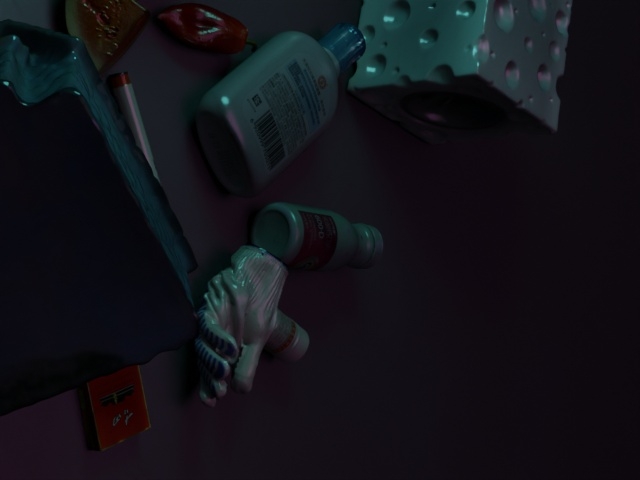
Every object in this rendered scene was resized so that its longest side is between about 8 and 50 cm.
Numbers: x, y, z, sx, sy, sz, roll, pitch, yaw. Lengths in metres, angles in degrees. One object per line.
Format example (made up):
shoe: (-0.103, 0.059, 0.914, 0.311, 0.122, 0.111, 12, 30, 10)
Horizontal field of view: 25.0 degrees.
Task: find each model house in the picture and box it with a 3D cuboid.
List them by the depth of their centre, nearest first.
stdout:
model house: (-0.324, -0.065, 1.560, 0.339, 0.297, 0.360, -98, 164, -60)

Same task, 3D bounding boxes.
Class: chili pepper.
chili pepper: (-0.145, -0.282, 1.926, 0.191, 0.050, 0.059, 9, 88, -50)

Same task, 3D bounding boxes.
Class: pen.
pen: (-0.223, -0.099, 1.838, 0.028, 0.028, 0.239, -32, 112, -47)

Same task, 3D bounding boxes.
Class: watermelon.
watermelon: (-0.245, -0.275, 1.770, 0.135, 0.094, 0.125, -24, 99, -54)

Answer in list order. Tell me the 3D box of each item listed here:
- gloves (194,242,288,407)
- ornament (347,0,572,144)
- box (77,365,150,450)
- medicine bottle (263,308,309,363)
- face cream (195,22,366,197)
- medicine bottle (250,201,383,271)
gloves: (-0.112, 0.114, 1.913, 0.119, 0.097, 0.229, 36, 59, -30)
ornament: (0.218, -0.304, 2.228, 0.239, 0.239, 0.240, 26, 68, -48)
box: (-0.259, 0.183, 1.785, 0.090, 0.023, 0.133, -18, 102, -48)
medicine bottle: (-0.062, 0.128, 2.005, 0.089, 0.057, 0.057, 42, 57, -43)
face cream: (-0.044, -0.206, 2.024, 0.337, 0.080, 0.163, -47, 126, -41)
medicine bottle: (0.000, 0.000, 2.061, 0.216, 0.090, 0.091, 8, 82, -51)
